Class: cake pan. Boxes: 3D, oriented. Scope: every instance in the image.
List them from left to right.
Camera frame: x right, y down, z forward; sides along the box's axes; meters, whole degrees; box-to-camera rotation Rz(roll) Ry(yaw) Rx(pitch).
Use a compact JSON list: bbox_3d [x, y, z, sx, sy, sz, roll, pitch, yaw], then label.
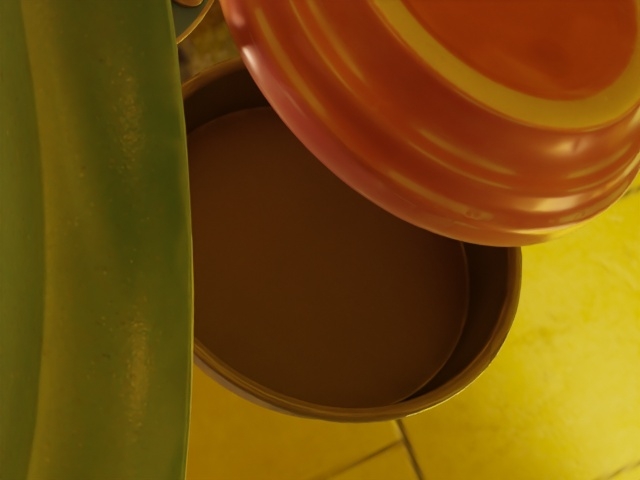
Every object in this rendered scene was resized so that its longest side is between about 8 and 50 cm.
[{"bbox_3d":[0.000,0.000,1.084,0.293,0.293,0.054,1,153,-20],"label":"cake pan"}]

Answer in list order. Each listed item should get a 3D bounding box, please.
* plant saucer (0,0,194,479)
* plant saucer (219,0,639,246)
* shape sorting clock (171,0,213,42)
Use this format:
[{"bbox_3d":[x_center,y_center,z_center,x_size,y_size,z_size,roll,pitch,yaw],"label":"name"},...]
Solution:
[{"bbox_3d":[-0.085,-0.017,0.260,0.043,0.317,0.317,-5,125,11],"label":"plant saucer"},{"bbox_3d":[0.094,-0.160,0.975,0.332,0.332,0.084,15,146,-27],"label":"plant saucer"},{"bbox_3d":[-0.168,-0.228,1.126,0.206,0.040,0.206,0,93,-8],"label":"shape sorting clock"}]
